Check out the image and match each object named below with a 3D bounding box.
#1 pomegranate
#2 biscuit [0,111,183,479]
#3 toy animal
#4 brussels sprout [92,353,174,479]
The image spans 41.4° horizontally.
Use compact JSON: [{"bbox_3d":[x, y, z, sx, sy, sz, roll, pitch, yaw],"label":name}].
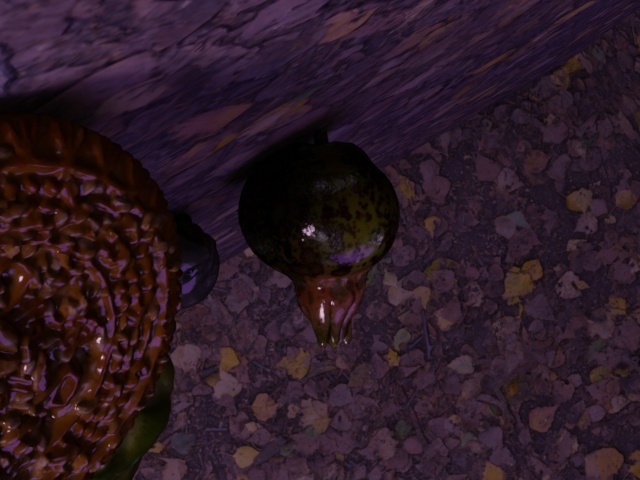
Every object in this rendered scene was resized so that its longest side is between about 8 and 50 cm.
[{"bbox_3d":[0.017,-0.003,1.160,0.204,0.276,0.222,-34,-173,-12],"label":"pomegranate"},{"bbox_3d":[-0.191,0.073,0.491,0.305,0.038,0.305,-35,138,-39],"label":"biscuit"},{"bbox_3d":[-0.195,0.032,1.149,0.108,0.138,0.236,3,180,-4],"label":"toy animal"},{"bbox_3d":[-0.310,0.176,0.721,0.371,0.276,0.314,-42,166,-27],"label":"brussels sprout"}]
